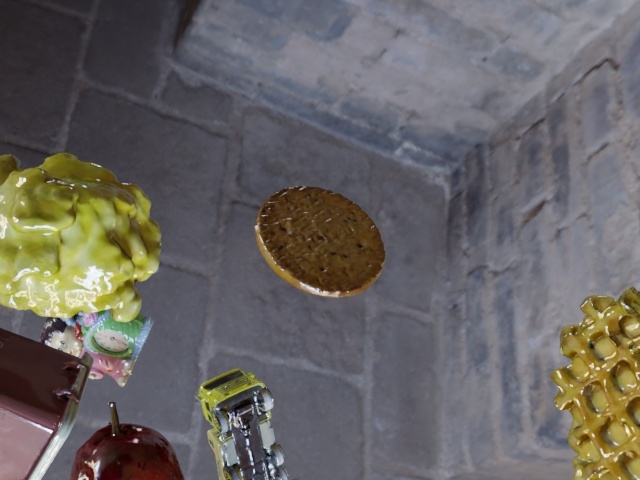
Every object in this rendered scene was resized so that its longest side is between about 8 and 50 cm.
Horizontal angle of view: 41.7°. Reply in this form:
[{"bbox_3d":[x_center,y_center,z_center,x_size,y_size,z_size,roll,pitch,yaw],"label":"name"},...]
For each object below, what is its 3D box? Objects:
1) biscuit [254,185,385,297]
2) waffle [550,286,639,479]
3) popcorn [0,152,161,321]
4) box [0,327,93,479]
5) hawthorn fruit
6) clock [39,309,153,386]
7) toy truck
[{"bbox_3d":[-0.001,0.001,1.146,0.188,0.027,0.187,13,49,-15],"label":"biscuit"},{"bbox_3d":[0.243,0.129,0.608,0.046,0.161,0.192,0,88,-41],"label":"waffle"},{"bbox_3d":[-0.353,-0.002,1.162,0.250,0.235,0.241,25,36,-42],"label":"popcorn"},{"bbox_3d":[-0.480,0.280,1.251,0.167,0.294,0.193,29,22,-15],"label":"box"},{"bbox_3d":[-0.355,0.421,1.535,0.210,0.230,0.266,-4,93,-16],"label":"hawthorn fruit"},{"bbox_3d":[-0.444,0.183,1.652,0.196,0.194,0.100,22,38,-8],"label":"clock"},{"bbox_3d":[-0.162,0.385,1.654,0.124,0.157,0.272,-22,117,-28],"label":"toy truck"}]
